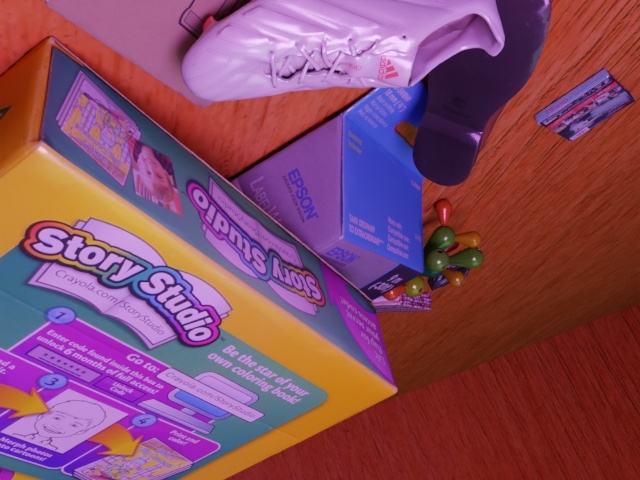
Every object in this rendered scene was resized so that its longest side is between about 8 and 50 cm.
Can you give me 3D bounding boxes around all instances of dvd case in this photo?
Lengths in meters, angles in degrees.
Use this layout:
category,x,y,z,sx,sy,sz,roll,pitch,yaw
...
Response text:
category,x,y,z,sx,sy,sz,roll,pitch,yaw
dvd case,0.298,-0.148,0.851,0.087,0.013,0.119,-35,157,28

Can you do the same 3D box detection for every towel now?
category,x,y,z,sx,sy,sz,roll,pitch,yaw
towel,0.073,0.087,1.098,0.144,0.029,0.197,-5,171,21

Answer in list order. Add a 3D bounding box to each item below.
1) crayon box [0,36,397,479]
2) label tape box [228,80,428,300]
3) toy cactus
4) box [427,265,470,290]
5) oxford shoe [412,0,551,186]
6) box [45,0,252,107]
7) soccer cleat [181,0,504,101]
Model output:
category,x,y,z,sx,sy,sz,roll,pitch,yaw
crayon box,-0.169,0.077,0.572,0.313,0.106,0.363,-32,136,18
label tape box,0.000,0.000,0.750,0.333,0.106,0.240,-30,160,17
toy cactus,0.097,0.025,0.976,0.218,0.112,0.180,-16,178,-29
box,0.216,0.052,1.260,0.067,0.018,0.083,-22,161,-8
oxford shoe,0.132,-0.140,0.626,0.076,0.076,0.212,-55,171,-35
box,-0.029,-0.159,0.434,0.201,0.021,0.164,-30,160,14
soccer cleat,0.016,-0.117,0.447,0.196,0.076,0.068,-21,161,-9
